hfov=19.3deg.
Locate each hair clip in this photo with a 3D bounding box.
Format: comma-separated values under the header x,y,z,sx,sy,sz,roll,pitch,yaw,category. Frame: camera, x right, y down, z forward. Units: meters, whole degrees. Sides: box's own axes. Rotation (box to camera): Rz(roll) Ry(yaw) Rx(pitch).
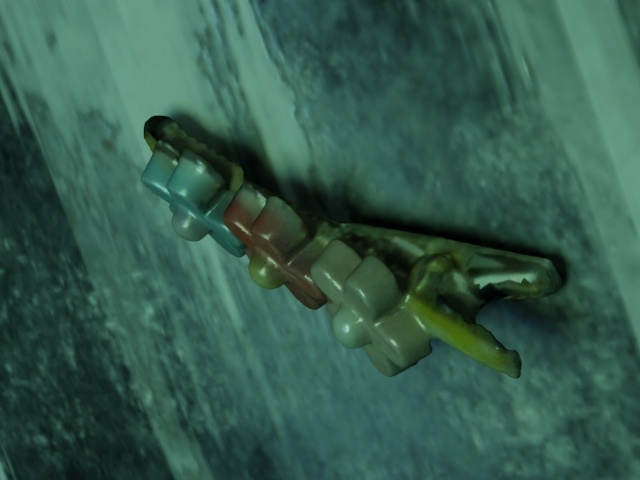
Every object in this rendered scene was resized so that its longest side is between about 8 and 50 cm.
x,y,z,sx,sy,sz,roll,pitch,yaw,category
-0.004,0.005,0.716,0.214,0.056,0.062,21,156,38,hair clip
